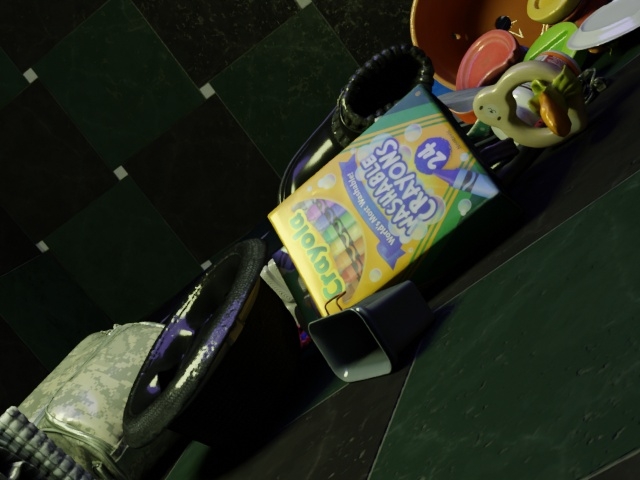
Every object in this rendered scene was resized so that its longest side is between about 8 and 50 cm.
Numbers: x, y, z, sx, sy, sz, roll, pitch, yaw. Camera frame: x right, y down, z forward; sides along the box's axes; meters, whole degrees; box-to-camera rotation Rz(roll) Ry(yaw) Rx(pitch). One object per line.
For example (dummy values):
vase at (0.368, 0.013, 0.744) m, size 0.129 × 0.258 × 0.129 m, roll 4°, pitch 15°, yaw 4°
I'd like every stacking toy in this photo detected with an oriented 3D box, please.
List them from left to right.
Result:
stacking toy at (0.398, -0.309, 1.836) m, size 0.309 × 0.130 × 0.279 m, roll -40°, pitch 33°, yaw 36°

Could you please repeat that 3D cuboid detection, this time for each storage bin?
storage bin at (0.059, 0.093, 1.173) m, size 0.091 × 0.098 × 0.135 m, roll -34°, pitch 3°, yaw -29°

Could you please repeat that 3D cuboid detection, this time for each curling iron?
curling iron at (0.318, -0.158, 1.453) m, size 0.274 × 0.035 × 0.068 m, roll -45°, pitch 8°, yaw -22°

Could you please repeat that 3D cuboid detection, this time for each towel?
towel at (-0.424, 0.385, 1.436) m, size 0.284 × 0.235 × 0.121 m, roll -36°, pitch 13°, yaw 46°

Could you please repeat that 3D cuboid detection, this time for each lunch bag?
lunch bag at (-0.318, 0.277, 1.664) m, size 0.256 × 0.212 × 0.305 m, roll -12°, pitch 27°, yaw 42°

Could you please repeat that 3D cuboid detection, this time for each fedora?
fedora at (-0.127, 0.164, 1.397) m, size 0.334 × 0.152 × 0.334 m, roll -47°, pitch 16°, yaw 18°

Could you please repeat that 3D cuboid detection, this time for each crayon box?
crayon box at (0.070, -0.018, 1.311) m, size 0.323 × 0.203 × 0.083 m, roll -41°, pitch -35°, yaw 15°

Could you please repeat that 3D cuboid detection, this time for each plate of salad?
plate of salad at (0.481, -0.345, 1.601) m, size 0.200 × 0.048 × 0.200 m, roll -31°, pitch 16°, yaw 10°

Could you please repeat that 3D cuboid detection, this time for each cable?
cable at (0.176, -0.088, 1.455) m, size 0.139 × 0.072 × 0.287 m, roll -16°, pitch -15°, yaw -15°

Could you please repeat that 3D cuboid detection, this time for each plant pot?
plant pot at (0.356, -0.450, 2.125) m, size 0.291 × 0.291 × 0.203 m, roll -39°, pitch -9°, yaw 25°

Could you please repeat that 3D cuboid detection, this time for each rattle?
rattle at (0.247, -0.152, 1.365) m, size 0.200 × 0.130 × 0.142 m, roll -4°, pitch 48°, yaw 29°

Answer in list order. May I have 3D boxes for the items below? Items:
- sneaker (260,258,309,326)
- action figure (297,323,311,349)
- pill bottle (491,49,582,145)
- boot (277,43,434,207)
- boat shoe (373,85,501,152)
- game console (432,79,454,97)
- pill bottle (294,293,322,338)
sneaker at (0.021, 0.012, 1.663) m, size 0.321 × 0.124 × 0.180 m, roll -45°, pitch 2°, yaw 24°
action figure at (-0.018, 0.136, 1.554) m, size 0.038 × 0.030 × 0.115 m, roll -29°, pitch 16°, yaw 41°
pill bottle at (0.324, -0.213, 1.545) m, size 0.152 × 0.086 × 0.086 m, roll -46°, pitch 8°, yaw -26°
boot at (0.051, -0.169, 1.750) m, size 0.348 × 0.131 × 0.260 m, roll -60°, pitch 7°, yaw -6°
boat shoe at (0.225, -0.172, 1.626) m, size 0.335 × 0.119 × 0.121 m, roll -17°, pitch 17°, yaw -28°
game console at (0.315, -0.325, 2.466) m, size 0.293 × 0.173 × 0.250 m, roll -35°, pitch 41°, yaw 47°
pill bottle at (0.034, 0.077, 1.417) m, size 0.137 × 0.078 × 0.078 m, roll -40°, pitch 8°, yaw 20°
